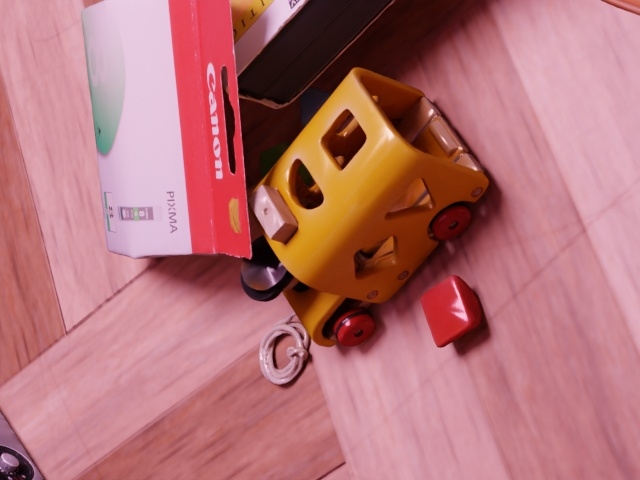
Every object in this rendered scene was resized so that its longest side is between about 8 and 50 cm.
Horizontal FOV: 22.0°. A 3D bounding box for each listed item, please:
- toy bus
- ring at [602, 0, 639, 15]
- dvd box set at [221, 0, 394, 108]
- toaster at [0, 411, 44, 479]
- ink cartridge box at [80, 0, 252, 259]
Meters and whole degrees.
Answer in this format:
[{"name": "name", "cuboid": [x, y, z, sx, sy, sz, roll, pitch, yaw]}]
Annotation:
[{"name": "toy bus", "cuboid": [0.005, -0.012, 1.049, 0.191, 0.104, 0.202, -2, 78, 43]}, {"name": "ring", "cuboid": [0.230, -0.244, 0.846, 0.337, 0.032, 0.336, -4, 65, 9]}, {"name": "dvd box set", "cuboid": [-0.012, -0.343, 1.098, 0.307, 0.062, 0.420, -42, 53, 35]}, {"name": "toaster", "cuboid": [-0.316, 0.211, 1.287, 0.185, 0.110, 0.168, -57, 48, 17]}, {"name": "ink cartridge box", "cuboid": [-0.107, -0.077, 1.110, 0.225, 0.056, 0.181, -171, 75, -72]}]
